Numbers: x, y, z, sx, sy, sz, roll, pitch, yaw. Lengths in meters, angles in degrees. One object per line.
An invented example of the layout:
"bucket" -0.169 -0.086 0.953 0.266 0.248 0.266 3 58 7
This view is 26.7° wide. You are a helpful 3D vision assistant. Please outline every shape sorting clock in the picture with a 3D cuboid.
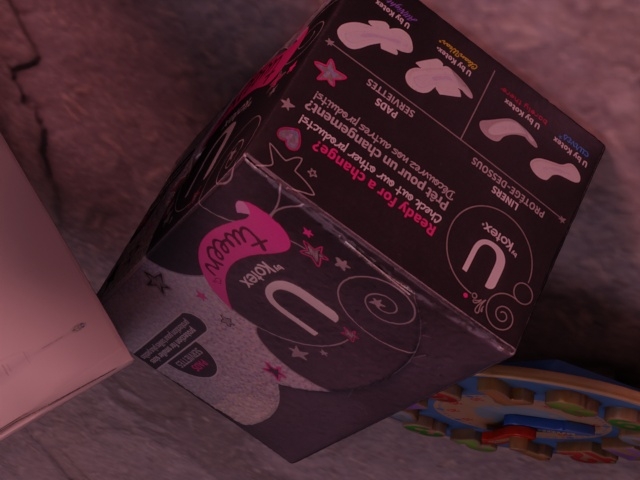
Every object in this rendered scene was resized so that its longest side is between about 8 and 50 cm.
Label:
"shape sorting clock" 0.123 0.109 0.830 0.206 0.040 0.206 6 164 2

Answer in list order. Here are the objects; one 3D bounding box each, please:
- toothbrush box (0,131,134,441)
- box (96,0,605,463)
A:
"toothbrush box" -0.233 0.013 0.779 0.216 0.126 0.295 61 161 -4
"box" 0.000 0.000 0.724 0.163 0.142 0.247 35 147 -11
